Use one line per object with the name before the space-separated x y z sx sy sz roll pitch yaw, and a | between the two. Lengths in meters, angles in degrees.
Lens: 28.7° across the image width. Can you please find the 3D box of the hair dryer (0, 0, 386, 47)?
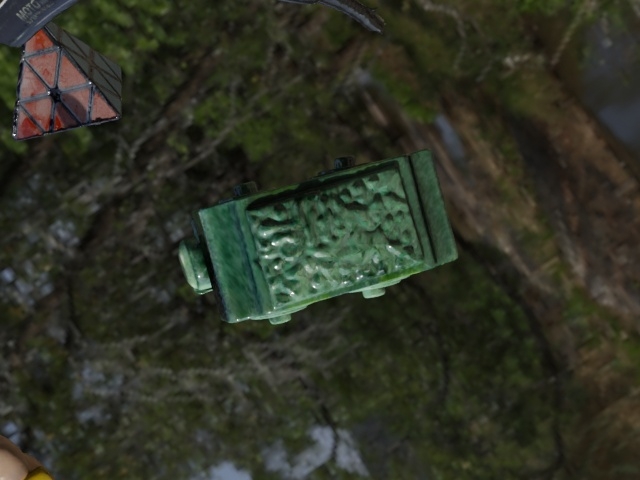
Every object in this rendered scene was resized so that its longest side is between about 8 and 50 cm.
hair dryer | -0.101 -0.222 1.102 0.360 0.304 0.120 16 -125 -32

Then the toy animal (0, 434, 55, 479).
toy animal | -0.395 0.301 1.584 0.114 0.091 0.082 39 -178 -11

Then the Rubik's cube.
Rubik's cube | -0.381 -0.234 1.932 0.211 0.190 0.178 54 -150 3

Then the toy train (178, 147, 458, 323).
toy train | 0.000 0.000 1.358 0.238 0.299 0.166 180 74 -79
